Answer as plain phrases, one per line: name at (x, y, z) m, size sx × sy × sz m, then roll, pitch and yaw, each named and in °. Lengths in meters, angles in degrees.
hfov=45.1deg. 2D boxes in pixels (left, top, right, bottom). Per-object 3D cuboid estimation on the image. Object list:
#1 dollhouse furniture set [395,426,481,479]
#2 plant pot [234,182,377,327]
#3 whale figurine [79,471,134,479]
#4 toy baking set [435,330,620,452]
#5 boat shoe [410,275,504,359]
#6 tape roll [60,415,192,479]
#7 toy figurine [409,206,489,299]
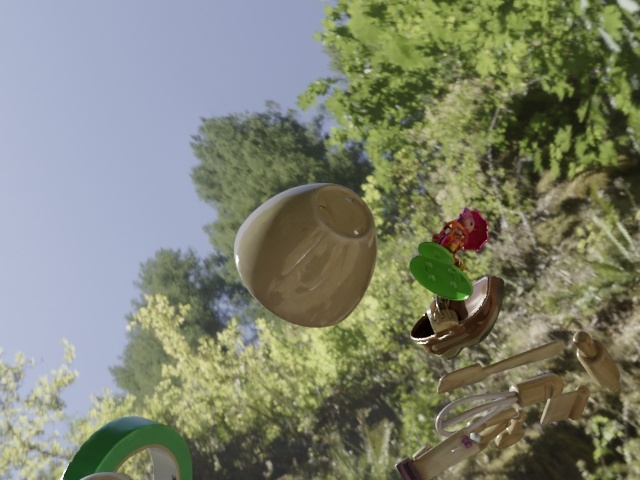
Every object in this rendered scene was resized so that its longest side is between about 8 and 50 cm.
dollhouse furniture set at (0.146, 0.242, 0.754) m, size 0.081 × 0.114 × 0.091 m, roll -35°, pitch -17°, yaw 12°
plant pot at (0.000, 0.000, 1.488) m, size 0.284 × 0.284 × 0.191 m, roll 12°, pitch -40°, yaw -25°
whale figurine at (-0.394, 0.522, 1.281) m, size 0.216 × 0.141 × 0.272 m, roll 35°, pitch -130°, yaw 3°
toy baking set at (0.225, 0.170, 0.825) m, size 0.197 × 0.030 × 0.256 m, roll -33°, pitch -39°, yaw 7°
boat shoe at (0.299, 0.176, 1.737) m, size 0.120 × 0.122 × 0.324 m, roll 19°, pitch -36°, yaw -8°
tape roll at (-0.398, 0.528, 1.585) m, size 0.321 × 0.077 × 0.321 m, roll -20°, pitch -66°, yaw -54°
toy figurine at (0.256, 0.000, 1.455) m, size 0.159 × 0.130 × 0.173 m, roll -57°, pitch -33°, yaw -25°
